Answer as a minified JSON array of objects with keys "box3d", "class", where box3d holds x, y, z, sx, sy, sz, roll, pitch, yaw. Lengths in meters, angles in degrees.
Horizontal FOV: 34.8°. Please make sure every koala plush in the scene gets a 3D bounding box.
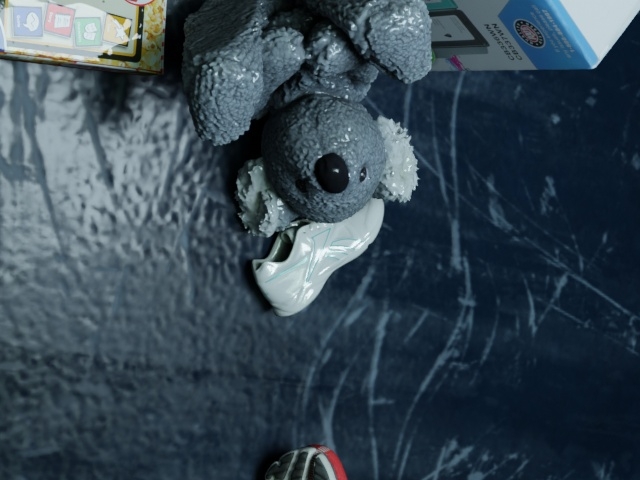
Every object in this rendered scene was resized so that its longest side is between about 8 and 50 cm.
[{"box3d":[-0.004,-0.110,0.866,0.196,0.203,0.221,-19,122,-2],"class":"koala plush"}]

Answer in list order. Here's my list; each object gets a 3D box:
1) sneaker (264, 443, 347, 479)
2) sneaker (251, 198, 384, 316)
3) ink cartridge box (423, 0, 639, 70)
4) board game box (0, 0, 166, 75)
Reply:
[{"box3d":[0.014,0.314,0.986,0.118,0.107,0.278,-26,114,-48],"class":"sneaker"},{"box3d":[0.000,0.000,0.946,0.152,0.054,0.061,-45,115,-20],"class":"sneaker"},{"box3d":[0.136,-0.279,0.869,0.198,0.270,0.197,45,73,-29],"class":"ink cartridge box"},{"box3d":[-0.212,-0.209,0.784,0.194,0.045,0.146,2,95,-33],"class":"board game box"}]
